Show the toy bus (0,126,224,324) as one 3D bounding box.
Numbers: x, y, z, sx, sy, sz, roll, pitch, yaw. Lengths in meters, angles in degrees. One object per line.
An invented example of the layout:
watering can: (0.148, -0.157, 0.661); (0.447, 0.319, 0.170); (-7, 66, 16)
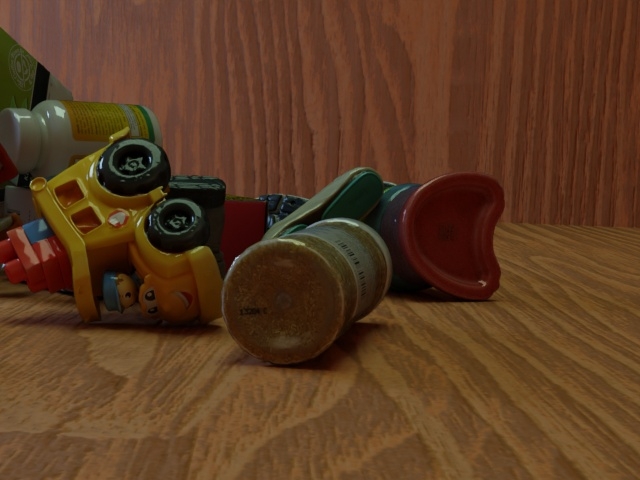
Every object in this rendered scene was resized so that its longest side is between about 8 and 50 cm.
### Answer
toy bus: (-0.233, 0.014, 1.485); (0.211, 0.149, 0.220); (-26, 57, -20)

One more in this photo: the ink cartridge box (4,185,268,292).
ink cartridge box: (-0.236, -0.002, 1.865); (0.309, 0.130, 0.272); (0, 6, -36)

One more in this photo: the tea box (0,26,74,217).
tea box: (-0.588, -0.175, 1.970); (0.329, 0.220, 0.323); (-5, -24, 20)

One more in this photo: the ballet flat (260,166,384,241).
ballet flat: (-0.017, -0.014, 1.850); (0.248, 0.086, 0.086); (-39, 23, -22)

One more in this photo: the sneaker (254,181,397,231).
sneaker: (0.000, 0.000, 2.196); (0.330, 0.129, 0.147); (-6, -25, 14)

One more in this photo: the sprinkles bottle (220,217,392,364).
sprinkles bottle: (-0.005, 0.044, 1.415); (0.121, 0.121, 0.355); (3, 4, 10)

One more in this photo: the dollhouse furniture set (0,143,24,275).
dollhouse furniture set: (-0.498, -0.079, 1.725); (0.259, 0.262, 0.135); (-16, 24, 27)

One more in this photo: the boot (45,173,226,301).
boot: (-0.231, 0.001, 1.671); (0.246, 0.161, 0.083); (5, 18, 6)

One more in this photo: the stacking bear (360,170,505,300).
stacking bear: (0.113, 0.000, 1.960); (0.164, 0.175, 0.289); (8, -8, -27)

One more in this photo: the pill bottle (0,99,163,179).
pill bottle: (-0.331, -0.131, 1.857); (0.208, 0.117, 0.117); (-1, 5, -37)
